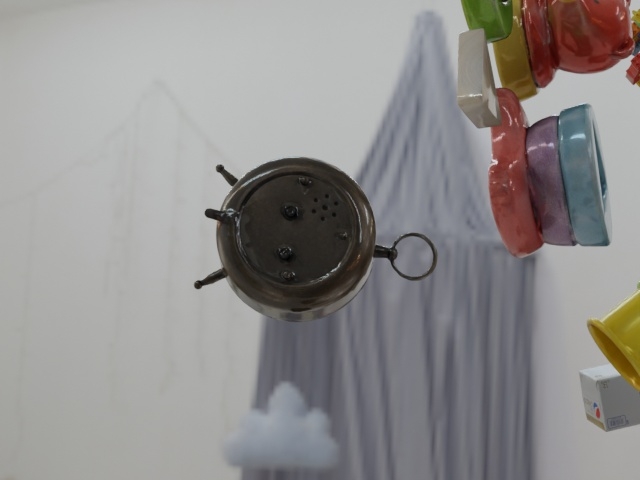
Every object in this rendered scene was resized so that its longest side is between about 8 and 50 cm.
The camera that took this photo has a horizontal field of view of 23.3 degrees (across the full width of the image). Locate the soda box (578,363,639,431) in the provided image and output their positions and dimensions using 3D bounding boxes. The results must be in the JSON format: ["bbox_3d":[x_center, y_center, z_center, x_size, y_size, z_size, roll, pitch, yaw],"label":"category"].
[{"bbox_3d":[0.437,0.177,1.935,0.216,0.069,0.074,-11,7,-8],"label":"soda box"}]

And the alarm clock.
[{"bbox_3d":[0.000,0.000,1.257,0.192,0.129,0.064,9,-16,-1],"label":"alarm clock"}]

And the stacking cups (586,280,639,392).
[{"bbox_3d":[0.410,0.020,1.524,0.316,0.096,0.096,-37,-2,-7],"label":"stacking cups"}]

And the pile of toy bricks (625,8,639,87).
[{"bbox_3d":[0.450,-0.307,2.004,0.212,0.118,0.105,-47,-26,21],"label":"pile of toy bricks"}]

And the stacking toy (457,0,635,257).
[{"bbox_3d":[0.212,-0.158,1.394,0.130,0.309,0.279,-8,-31,15],"label":"stacking toy"}]
